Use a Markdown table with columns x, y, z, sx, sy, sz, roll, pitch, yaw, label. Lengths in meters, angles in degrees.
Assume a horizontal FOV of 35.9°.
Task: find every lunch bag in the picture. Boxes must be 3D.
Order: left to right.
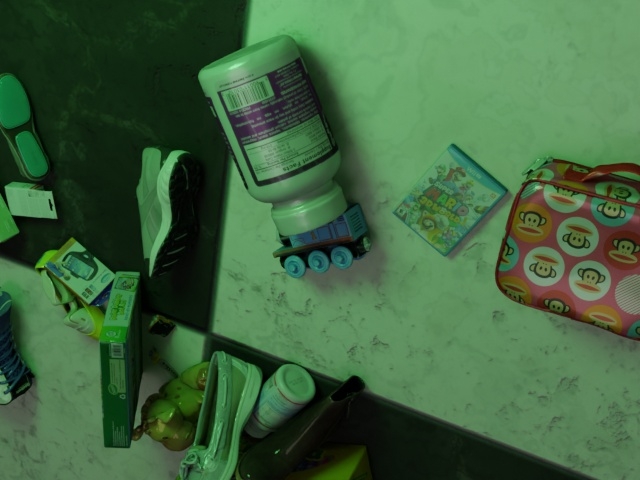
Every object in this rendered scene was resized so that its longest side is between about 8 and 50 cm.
| x | y | z | sx | sy | sz | roll | pitch | yaw | label |
| --- | --- | --- | --- | --- | --- | --- | --- | --- | --- |
| 0.427 | -0.002 | 1.500 | 0.293 | 0.120 | 0.258 | 19 | 121 | 16 | lunch bag |

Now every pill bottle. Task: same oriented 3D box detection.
| x | y | z | sx | sy | sz | roll | pitch | yaw | label |
| --- | --- | --- | --- | --- | --- | --- | --- | --- | --- |
| -0.086 | 0.315 | 1.917 | 0.087 | 0.087 | 0.160 | 42 | 125 | 0 | pill bottle |
| -0.067 | -0.167 | 1.615 | 0.169 | 0.169 | 0.301 | -13 | 109 | 29 | pill bottle |

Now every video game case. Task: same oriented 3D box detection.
| x | y | z | sx | sy | sz | roll | pitch | yaw | label |
| --- | --- | --- | --- | --- | --- | --- | --- | --- | --- |
| 0.211 | -0.064 | 1.631 | 0.119 | 0.015 | 0.166 | 41 | 124 | 1 | video game case |

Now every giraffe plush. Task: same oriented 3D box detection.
| x | y | z | sx | sy | sz | roll | pitch | yaw | label |
| --- | --- | --- | --- | --- | --- | --- | --- | --- | --- |
| -0.280 | 0.343 | 1.969 | 0.210 | 0.170 | 0.181 | 27 | 123 | 10 | giraffe plush |

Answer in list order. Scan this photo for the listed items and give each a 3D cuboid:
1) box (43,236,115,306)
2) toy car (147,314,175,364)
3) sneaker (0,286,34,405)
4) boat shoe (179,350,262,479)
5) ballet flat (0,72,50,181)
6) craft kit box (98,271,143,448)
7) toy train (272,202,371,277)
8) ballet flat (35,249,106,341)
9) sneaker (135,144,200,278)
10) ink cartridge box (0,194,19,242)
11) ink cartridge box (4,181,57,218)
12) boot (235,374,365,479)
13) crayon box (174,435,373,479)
| x | y | z | sx | sy | sz | roll | pitch | yaw | label |
| --- | --- | --- | --- | --- | --- | --- | --- | --- | --- |
| -0.473 | 0.068 | 1.973 | 0.136 | 0.081 | 0.028 | 40 | 157 | 2 | box |
| -0.339 | 0.196 | 1.994 | 0.040 | 0.060 | 0.122 | 50 | 124 | 34 | toy car |
| -0.697 | 0.248 | 2.153 | 0.182 | 0.127 | 0.315 | 37 | 131 | -1 | sneaker |
| -0.207 | 0.367 | 1.857 | 0.103 | 0.320 | 0.118 | 29 | 156 | -19 | boat shoe |
| -0.581 | -0.214 | 1.891 | 0.068 | 0.072 | 0.213 | 10 | 121 | 55 | ballet flat |
| -0.383 | 0.227 | 1.916 | 0.061 | 0.246 | 0.249 | 3 | 118 | -2 | craft kit box |
| 0.000 | 0.000 | 1.727 | 0.184 | 0.080 | 0.105 | -12 | 100 | 31 | toy train |
| -0.509 | 0.128 | 2.022 | 0.077 | 0.077 | 0.231 | -20 | 106 | 33 | ballet flat |
| -0.292 | -0.054 | 1.829 | 0.108 | 0.100 | 0.271 | 26 | 121 | 27 | sneaker |
| -0.737 | -0.069 | 2.042 | 0.235 | 0.056 | 0.171 | -7 | 112 | 44 | ink cartridge box |
| -0.571 | -0.080 | 1.974 | 0.115 | 0.029 | 0.062 | 5 | 117 | 21 | ink cartridge box |
| -0.038 | 0.349 | 1.820 | 0.090 | 0.248 | 0.207 | 45 | 123 | 15 | boot |
| -0.120 | 0.512 | 1.896 | 0.363 | 0.313 | 0.106 | -1 | 118 | 25 | crayon box |
